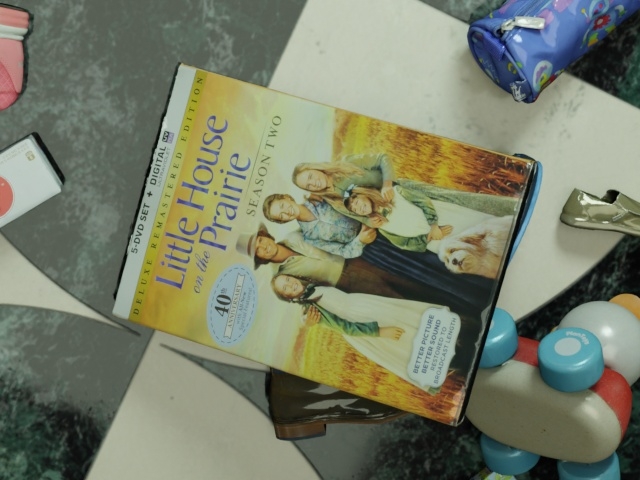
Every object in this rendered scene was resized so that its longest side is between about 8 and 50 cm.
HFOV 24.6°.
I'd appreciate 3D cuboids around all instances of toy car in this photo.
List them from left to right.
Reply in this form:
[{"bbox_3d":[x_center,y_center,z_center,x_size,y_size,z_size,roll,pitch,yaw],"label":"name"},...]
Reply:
[{"bbox_3d":[0.300,0.142,1.750,0.238,0.210,0.219,-46,135,-36],"label":"toy car"}]

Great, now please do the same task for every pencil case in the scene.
[{"bbox_3d":[0.306,-0.291,1.697,0.306,0.133,0.119,-41,68,-1],"label":"pencil case"}]

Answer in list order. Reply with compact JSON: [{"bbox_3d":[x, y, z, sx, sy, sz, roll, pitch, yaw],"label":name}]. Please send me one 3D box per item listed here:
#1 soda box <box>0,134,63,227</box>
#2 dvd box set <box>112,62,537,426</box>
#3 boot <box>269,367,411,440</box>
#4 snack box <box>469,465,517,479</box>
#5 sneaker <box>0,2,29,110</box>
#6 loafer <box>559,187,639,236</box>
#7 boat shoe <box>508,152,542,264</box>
[{"bbox_3d":[-0.403,-0.035,1.668,0.216,0.069,0.074,-31,101,-2],"label":"soda box"},{"bbox_3d":[0.000,0.000,1.652,0.420,0.062,0.308,17,94,13],"label":"dvd box set"},{"bbox_3d":[0.042,0.162,1.748,0.219,0.082,0.106,-14,102,-3],"label":"boot"},{"bbox_3d":[0.226,0.356,1.821,0.100,0.037,0.141,-39,100,-3],"label":"snack box"},{"bbox_3d":[-0.477,-0.191,1.614,0.313,0.116,0.136,-3,100,-7],"label":"sneaker"},{"bbox_3d":[0.365,-0.035,1.776,0.148,0.056,0.050,4,103,-8],"label":"loafer"},{"bbox_3d":[0.176,0.010,1.734,0.089,0.109,0.258,26,92,-7],"label":"boat shoe"}]
